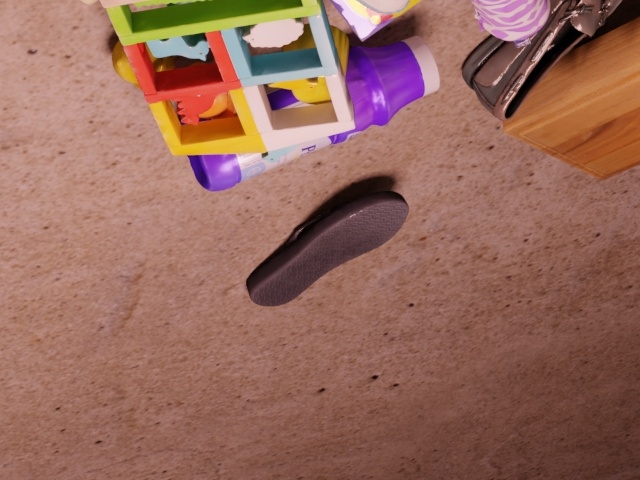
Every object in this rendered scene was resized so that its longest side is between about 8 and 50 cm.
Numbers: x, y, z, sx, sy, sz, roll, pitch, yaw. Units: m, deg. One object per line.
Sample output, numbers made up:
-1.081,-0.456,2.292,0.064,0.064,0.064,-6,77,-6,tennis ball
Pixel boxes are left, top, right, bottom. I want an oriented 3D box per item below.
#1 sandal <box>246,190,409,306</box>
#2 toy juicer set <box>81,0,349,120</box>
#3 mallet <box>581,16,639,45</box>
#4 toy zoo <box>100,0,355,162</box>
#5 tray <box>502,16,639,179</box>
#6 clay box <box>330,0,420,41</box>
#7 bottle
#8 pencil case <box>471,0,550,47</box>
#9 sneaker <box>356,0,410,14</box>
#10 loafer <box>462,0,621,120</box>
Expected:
-0.001,0.000,2.050,0.254,0.054,0.097,-33,146,28,sandal
-0.121,-0.230,1.543,0.209,0.089,0.329,-15,146,19,toy juicer set
0.414,-0.272,1.982,0.190,0.039,0.062,-28,147,8,mallet
-0.077,-0.163,1.539,0.192,0.030,0.293,-8,147,7,toy zoo
0.436,-0.198,1.896,0.203,0.076,0.411,21,147,-40,tray
0.092,-0.310,1.560,0.222,0.053,0.127,-34,122,12,clay box
-0.010,-0.142,1.736,0.283,0.092,0.118,-23,-176,-12,bottle
0.180,-0.287,1.703,0.088,0.086,0.206,-10,156,20,pencil case
0.023,-0.299,1.469,0.092,0.087,0.229,-38,126,10,sneaker
0.284,-0.245,1.854,0.267,0.084,0.096,-42,149,24,loafer
